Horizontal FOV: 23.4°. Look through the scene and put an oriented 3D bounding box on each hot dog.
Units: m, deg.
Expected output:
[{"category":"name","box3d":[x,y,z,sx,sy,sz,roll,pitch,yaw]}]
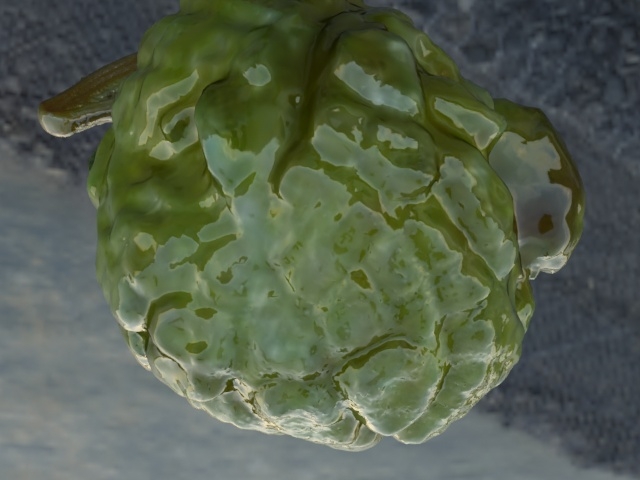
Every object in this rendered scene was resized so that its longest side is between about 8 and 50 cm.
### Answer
[{"category":"hot dog","box3d":[-0.144,-0.105,1.102,0.044,0.137,0.028,33,132,21]}]

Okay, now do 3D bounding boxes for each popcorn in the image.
[{"category":"popcorn","box3d":[0.006,-0.022,0.760,0.237,0.251,0.205,23,111,10]}]
